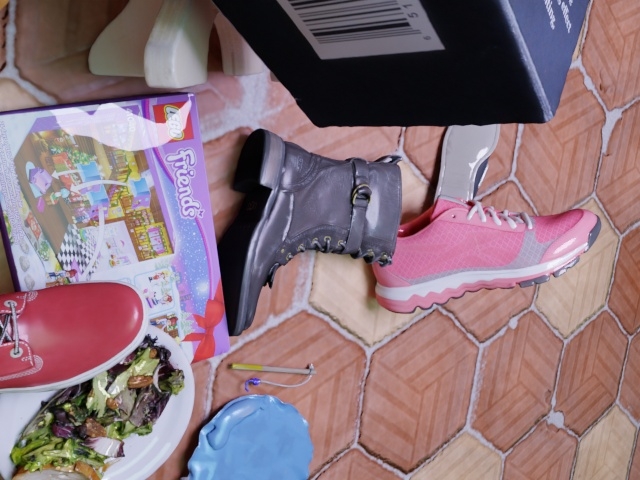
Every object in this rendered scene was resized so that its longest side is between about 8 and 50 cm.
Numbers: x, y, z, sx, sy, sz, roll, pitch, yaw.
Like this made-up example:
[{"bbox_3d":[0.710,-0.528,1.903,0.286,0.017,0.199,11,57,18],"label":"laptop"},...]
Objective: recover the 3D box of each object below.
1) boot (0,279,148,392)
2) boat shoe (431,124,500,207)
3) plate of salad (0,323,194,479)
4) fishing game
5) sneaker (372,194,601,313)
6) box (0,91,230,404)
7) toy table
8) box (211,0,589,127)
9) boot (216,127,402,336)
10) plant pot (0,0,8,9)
[{"bbox_3d":[-0.267,0.074,0.491,0.244,0.176,0.089,-13,74,-6],"label":"boot"},{"bbox_3d":[0.212,-0.111,0.948,0.065,0.075,0.206,57,51,-78],"label":"boat shoe"},{"bbox_3d":[-0.212,0.175,0.623,0.199,0.048,0.200,-11,109,-33],"label":"plate of salad"},{"bbox_3d":[-0.092,0.287,0.816,0.189,0.041,0.264,8,88,-38],"label":"fishing game"},{"bbox_3d":[0.209,-0.004,0.847,0.313,0.116,0.136,-17,103,12],"label":"sneaker"},{"bbox_3d":[-0.209,0.007,0.651,0.200,0.057,0.294,-15,109,-31],"label":"box"},{"bbox_3d":[-0.100,-0.228,0.578,0.274,0.252,0.161,-34,129,-62],"label":"toy table"},{"bbox_3d":[0.069,-0.322,0.427,0.293,0.211,0.396,43,63,-46],"label":"box"},{"bbox_3d":[0.000,0.000,0.773,0.228,0.091,0.263,14,90,-32],"label":"boot"},{"bbox_3d":[-0.314,-0.252,0.441,0.187,0.205,0.205,18,90,-53],"label":"plant pot"}]
